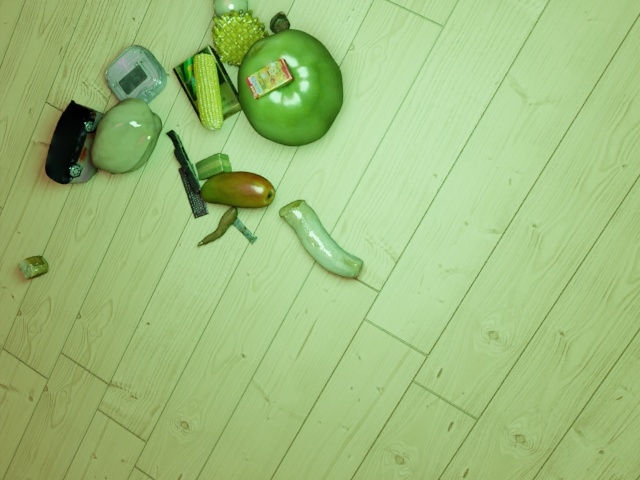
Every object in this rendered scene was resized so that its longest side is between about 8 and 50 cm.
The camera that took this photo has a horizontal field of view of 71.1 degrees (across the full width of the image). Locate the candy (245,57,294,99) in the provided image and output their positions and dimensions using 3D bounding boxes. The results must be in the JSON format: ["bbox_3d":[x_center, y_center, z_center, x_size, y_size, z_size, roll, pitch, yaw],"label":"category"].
[{"bbox_3d":[-0.139,-0.444,1.230,0.122,0.038,0.062,-24,98,12],"label":"candy"}]

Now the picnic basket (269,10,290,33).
[{"bbox_3d":[-0.142,-0.736,1.515,0.072,0.083,0.071,1,94,12],"label":"picnic basket"}]

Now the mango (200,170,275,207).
[{"bbox_3d":[-0.295,-0.176,1.560,0.290,0.146,0.129,1,90,13],"label":"mango"}]

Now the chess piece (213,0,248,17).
[{"bbox_3d":[-0.289,-0.887,1.501,0.167,0.167,0.299,9,101,11],"label":"chess piece"}]

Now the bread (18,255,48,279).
[{"bbox_3d":[-1.154,0.108,1.800,0.077,0.070,0.083,-29,91,13],"label":"bread"}]

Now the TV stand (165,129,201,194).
[{"bbox_3d":[-0.498,-0.285,1.638,0.036,0.042,0.249,-26,85,5],"label":"TV stand"}]

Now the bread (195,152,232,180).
[{"bbox_3d":[-0.401,-0.263,1.607,0.140,0.084,0.073,-10,93,13],"label":"bread"}]

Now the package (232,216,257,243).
[{"bbox_3d":[-0.275,-0.035,1.634,0.110,0.015,0.037,44,107,7],"label":"package"}]

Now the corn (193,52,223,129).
[{"bbox_3d":[-0.380,-0.498,1.517,0.081,0.081,0.248,-6,95,12],"label":"corn"}]

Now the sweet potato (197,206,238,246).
[{"bbox_3d":[-0.369,-0.044,1.638,0.050,0.050,0.214,47,108,5],"label":"sweet potato"}]

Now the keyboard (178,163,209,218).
[{"bbox_3d":[-0.472,-0.183,1.666,0.064,0.010,0.197,-18,91,11],"label":"keyboard"}]

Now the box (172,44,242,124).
[{"bbox_3d":[-0.394,-0.543,1.590,0.160,0.071,0.240,-29,89,14],"label":"box"}]

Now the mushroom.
[{"bbox_3d":[0.000,0.000,1.542,0.123,0.095,0.351,-44,87,-6],"label":"mushroom"}]

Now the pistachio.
[{"bbox_3d":[-0.708,-0.362,1.604,0.332,0.208,0.226,-43,78,24],"label":"pistachio"}]

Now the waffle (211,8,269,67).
[{"bbox_3d":[-0.269,-0.677,1.516,0.193,0.070,0.197,-4,138,2],"label":"waffle"}]

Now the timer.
[{"bbox_3d":[-0.681,-0.599,1.648,0.209,0.069,0.190,-38,89,11],"label":"timer"}]

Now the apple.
[{"bbox_3d":[-0.098,-0.473,1.410,0.358,0.357,0.356,1,95,12],"label":"apple"}]

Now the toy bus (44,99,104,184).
[{"bbox_3d":[-0.902,-0.355,1.670,0.128,0.147,0.302,25,101,14],"label":"toy bus"}]
